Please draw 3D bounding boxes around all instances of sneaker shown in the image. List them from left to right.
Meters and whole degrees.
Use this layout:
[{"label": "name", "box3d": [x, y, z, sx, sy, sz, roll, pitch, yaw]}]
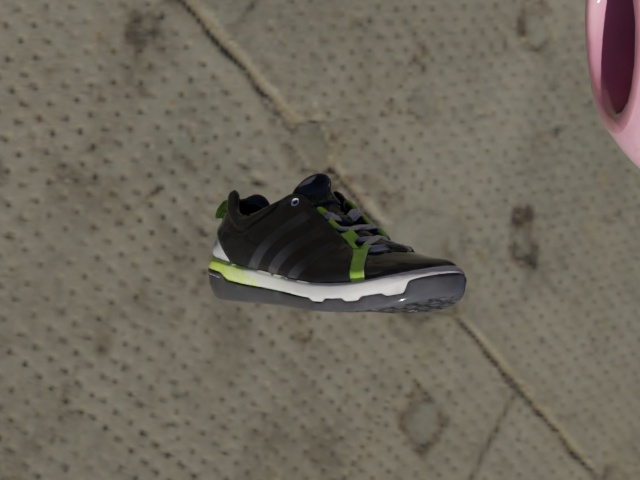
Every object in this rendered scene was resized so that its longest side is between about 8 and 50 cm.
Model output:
[{"label": "sneaker", "box3d": [0.000, 0.000, 1.027, 0.084, 0.235, 0.097, 4, 90, -48]}]

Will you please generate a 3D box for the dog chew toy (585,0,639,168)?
[{"label": "dog chew toy", "box3d": [0.316, -0.121, 0.771, 0.332, 0.206, 0.206, -4, 100, -4]}]
